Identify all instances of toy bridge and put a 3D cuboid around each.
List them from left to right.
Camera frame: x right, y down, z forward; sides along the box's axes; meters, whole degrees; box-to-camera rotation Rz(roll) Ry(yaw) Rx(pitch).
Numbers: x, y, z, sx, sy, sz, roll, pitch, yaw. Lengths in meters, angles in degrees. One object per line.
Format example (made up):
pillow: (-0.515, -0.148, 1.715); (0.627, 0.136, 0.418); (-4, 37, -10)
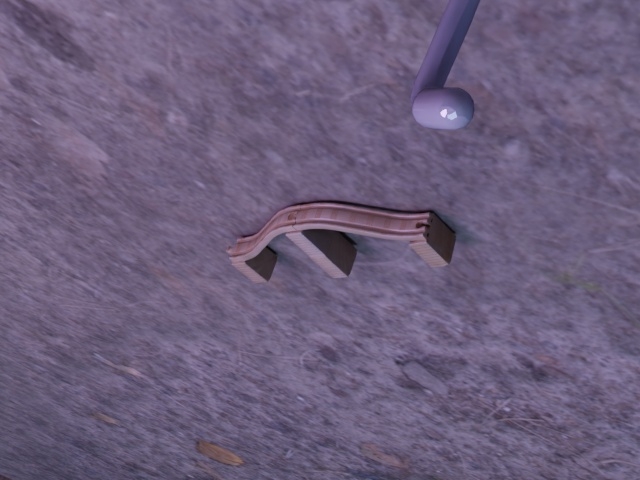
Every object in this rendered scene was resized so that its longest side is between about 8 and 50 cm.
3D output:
toy bridge: (0.000, 0.000, 0.751); (0.188, 0.026, 0.063); (-7, 143, 41)

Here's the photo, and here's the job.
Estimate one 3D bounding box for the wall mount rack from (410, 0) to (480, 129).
wall mount rack: (0.197, -0.049, 0.362); (0.350, 0.130, 0.304); (28, 168, -21)
